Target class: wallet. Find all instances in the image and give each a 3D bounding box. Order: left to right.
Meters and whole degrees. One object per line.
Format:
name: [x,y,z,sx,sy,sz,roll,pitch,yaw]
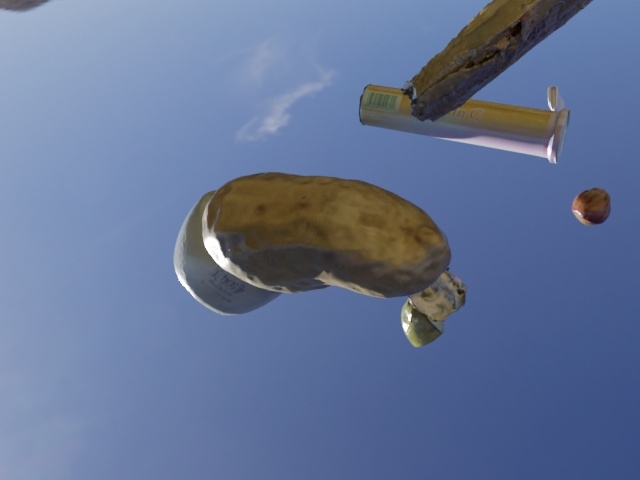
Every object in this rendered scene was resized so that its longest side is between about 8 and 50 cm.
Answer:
wallet: [0.591,-0.339,1.575,0.025,0.061,0.122,-6,170,28]

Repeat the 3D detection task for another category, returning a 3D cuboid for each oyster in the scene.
oyster: [0.280,0.097,1.537,0.163,0.191,0.081,13,-147,12]

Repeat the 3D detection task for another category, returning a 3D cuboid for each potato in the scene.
potato: [0.269,0.238,1.834,0.120,0.149,0.081,-40,176,25]

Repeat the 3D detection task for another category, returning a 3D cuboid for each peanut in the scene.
peanut: [0.000,0.000,0.932,0.386,0.192,0.170,7,-135,21]

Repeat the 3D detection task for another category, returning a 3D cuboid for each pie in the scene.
pie: [0.214,-0.239,0.706,0.282,0.068,0.128,-34,171,20]

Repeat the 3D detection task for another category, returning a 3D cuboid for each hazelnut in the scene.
hazelnut: [0.568,-0.071,1.312,0.086,0.086,0.086,-5,-147,3]

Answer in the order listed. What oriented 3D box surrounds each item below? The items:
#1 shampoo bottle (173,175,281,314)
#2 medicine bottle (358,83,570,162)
shampoo bottle: [-0.206,0.019,1.628,0.317,0.322,0.322,-45,-155,22]
medicine bottle: [0.291,-0.257,1.323,0.425,0.108,0.108,16,-141,24]
